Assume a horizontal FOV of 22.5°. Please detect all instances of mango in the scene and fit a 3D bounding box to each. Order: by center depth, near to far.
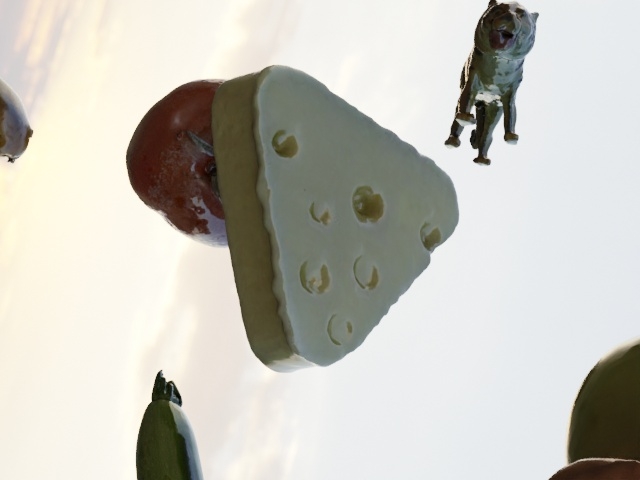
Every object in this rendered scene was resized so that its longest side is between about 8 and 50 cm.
[{"bbox_3d":[-0.339,-0.136,1.652,0.127,0.063,0.077,54,-29,14],"label":"mango"}]

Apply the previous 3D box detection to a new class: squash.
[{"bbox_3d":[-0.193,0.315,2.089,0.094,0.094,0.341,125,-41,-49],"label":"squash"}]

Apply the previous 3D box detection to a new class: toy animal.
[{"bbox_3d":[0.262,0.153,1.098,0.338,0.216,0.191,21,57,-69],"label":"toy animal"},{"bbox_3d":[0.142,-0.125,1.325,0.241,0.056,0.099,83,21,-82],"label":"toy animal"}]

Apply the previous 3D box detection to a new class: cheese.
[{"bbox_3d":[0.001,0.001,2.045,0.104,0.384,0.384,-11,-120,46],"label":"cheese"}]

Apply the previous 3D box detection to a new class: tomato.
[{"bbox_3d":[-0.152,-0.111,2.182,0.188,0.232,0.232,14,-93,53],"label":"tomato"}]
